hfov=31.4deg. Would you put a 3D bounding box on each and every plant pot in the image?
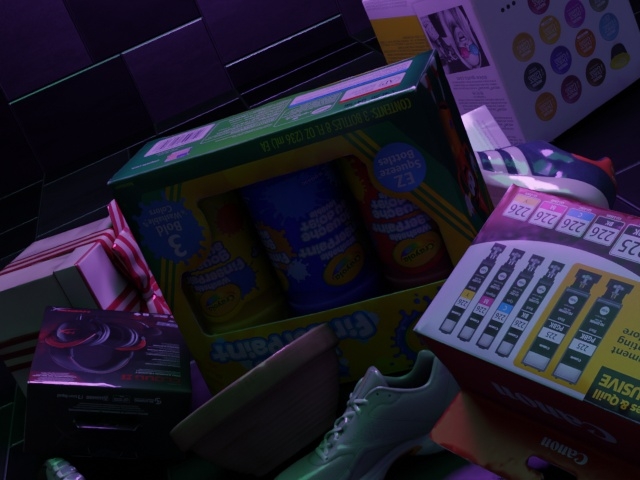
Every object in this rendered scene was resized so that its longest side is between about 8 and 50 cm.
[{"bbox_3d":[-0.056,0.210,1.386,0.237,0.110,0.237,-36,-6,-4],"label":"plant pot"}]

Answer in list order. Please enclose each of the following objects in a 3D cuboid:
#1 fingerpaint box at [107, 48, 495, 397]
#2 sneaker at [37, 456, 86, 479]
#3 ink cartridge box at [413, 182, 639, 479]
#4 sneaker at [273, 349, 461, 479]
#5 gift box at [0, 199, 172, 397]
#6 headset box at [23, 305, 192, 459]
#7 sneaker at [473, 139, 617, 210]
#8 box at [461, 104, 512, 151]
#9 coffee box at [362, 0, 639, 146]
[{"bbox_3d":[0.000,0.000,1.525,0.444,0.371,0.163,-14,22,22],"label":"fingerpaint box"},{"bbox_3d":[-0.341,0.355,1.432,0.132,0.086,0.228,-37,25,-25],"label":"sneaker"},{"bbox_3d":[0.262,0.114,1.121,0.309,0.130,0.272,19,68,45],"label":"ink cartridge box"},{"bbox_3d":[0.049,0.212,1.310,0.262,0.121,0.099,-28,20,-11],"label":"sneaker"},{"bbox_3d":[-0.371,0.090,1.873,0.258,0.255,0.276,-16,25,25],"label":"gift box"},{"bbox_3d":[-0.293,0.201,1.598,0.218,0.110,0.293,5,18,-9],"label":"headset box"},{"bbox_3d":[0.263,-0.091,1.668,0.349,0.131,0.148,14,45,24],"label":"sneaker"},{"bbox_3d":[0.165,-0.054,1.761,0.321,0.058,0.232,-26,56,-2],"label":"box"},{"bbox_3d":[0.347,-0.386,2.146,0.337,0.334,0.338,-34,21,-23],"label":"coffee box"}]
